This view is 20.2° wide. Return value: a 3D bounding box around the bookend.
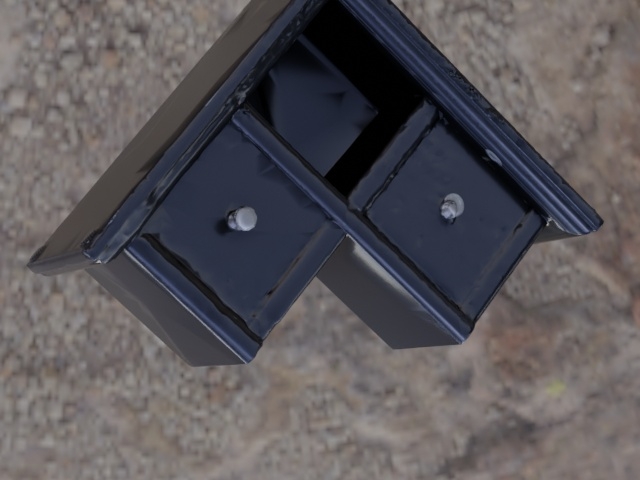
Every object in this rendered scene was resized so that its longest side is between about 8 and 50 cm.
[{"bbox_3d":[0.000,0.000,0.699,0.156,0.072,0.157,45,69,-15],"label":"bookend"}]
